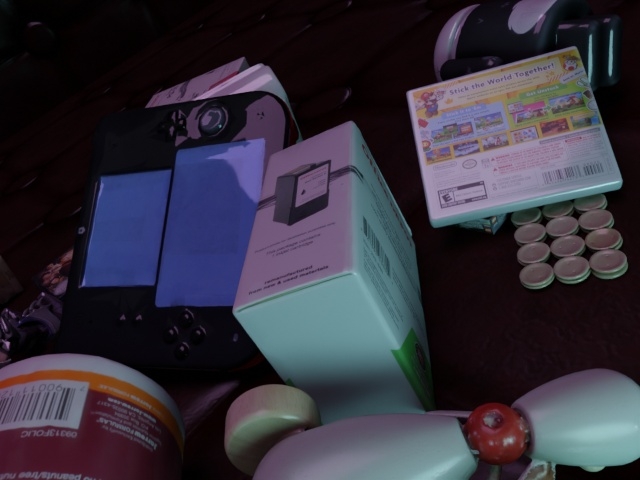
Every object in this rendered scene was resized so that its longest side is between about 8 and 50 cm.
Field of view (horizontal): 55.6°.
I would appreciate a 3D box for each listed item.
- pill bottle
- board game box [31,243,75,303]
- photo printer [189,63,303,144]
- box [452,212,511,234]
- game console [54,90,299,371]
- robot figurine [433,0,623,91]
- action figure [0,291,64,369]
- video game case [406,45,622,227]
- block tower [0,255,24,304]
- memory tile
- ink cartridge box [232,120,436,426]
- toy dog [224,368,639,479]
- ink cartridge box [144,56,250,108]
[{"bbox_3d":[-0.231,0.300,0.478,0.224,0.224,0.392,-24,33,8],"label":"pill bottle"},{"bbox_3d":[-0.430,0.025,1.189,0.165,0.042,0.243,13,51,47],"label":"board game box"},{"bbox_3d":[-0.184,-0.146,1.060,0.308,0.256,0.107,-30,72,-1],"label":"photo printer"},{"bbox_3d":[0.227,-0.068,0.822,0.094,0.027,0.137,16,53,48],"label":"box"},{"bbox_3d":[-0.202,-0.017,0.844,0.342,0.060,0.386,-1,73,18],"label":"game console"},{"bbox_3d":[0.305,-0.278,0.928,0.278,0.209,0.173,17,83,48],"label":"robot figurine"},{"bbox_3d":[-0.497,0.178,0.925,0.185,0.099,0.285,-38,13,13],"label":"action figure"},{"bbox_3d":[0.237,-0.133,0.779,0.227,0.026,0.206,-12,65,14],"label":"video game case"},{"bbox_3d":[-0.761,0.159,1.179,0.091,0.097,0.335,5,36,46],"label":"block tower"},{"bbox_3d":[0.283,-0.002,0.701,0.113,0.012,0.148,-14,34,22],"label":"memory tile"},{"bbox_3d":[0.026,0.034,0.666,0.122,0.211,0.289,-20,32,17],"label":"ink cartridge box"},{"bbox_3d":[0.082,0.205,0.480,0.334,0.160,0.220,0,37,16],"label":"toy dog"},{"bbox_3d":[-0.300,-0.316,1.497,0.283,0.117,0.207,-17,34,18],"label":"ink cartridge box"}]
